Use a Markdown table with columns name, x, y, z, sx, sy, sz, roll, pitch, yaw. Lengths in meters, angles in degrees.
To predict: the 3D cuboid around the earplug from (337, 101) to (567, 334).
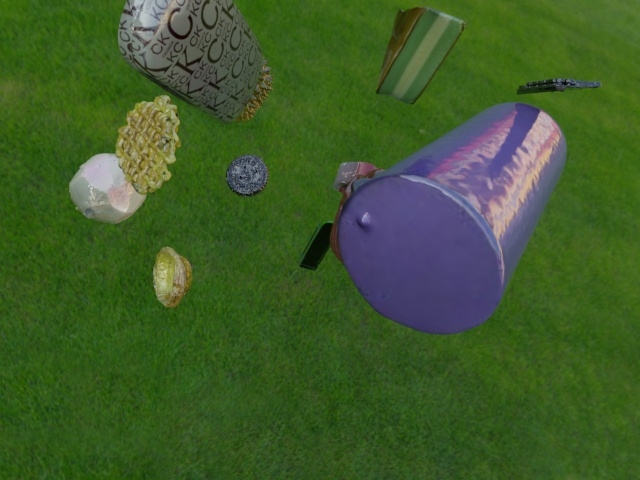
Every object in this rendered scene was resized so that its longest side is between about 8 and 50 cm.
| name | x | y | z | sx | sy | sz | roll | pitch | yaw |
| --- | --- | --- | --- | --- | --- | --- | --- | --- | --- |
| earplug | 0.232 | -0.074 | 0.753 | 0.215 | 0.215 | 0.456 | 44 | 46 | 8 |

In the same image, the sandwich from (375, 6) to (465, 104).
| name | x | y | z | sx | sy | sz | roll | pitch | yaw |
| --- | --- | --- | --- | --- | --- | --- | --- | --- | --- |
| sandwich | 0.131 | -0.243 | 0.691 | 0.074 | 0.116 | 0.074 | 9 | 18 | -22 |

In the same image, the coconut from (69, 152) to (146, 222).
| name | x | y | z | sx | sy | sz | roll | pitch | yaw |
| --- | --- | --- | --- | --- | --- | --- | --- | --- | --- |
| coconut | -0.717 | -0.168 | 1.723 | 0.227 | 0.227 | 0.230 | 30 | 47 | -4 |

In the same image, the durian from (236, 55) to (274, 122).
| name | x | y | z | sx | sy | sz | roll | pitch | yaw |
| --- | --- | --- | --- | --- | --- | --- | --- | --- | --- |
| durian | -0.138 | -0.296 | 0.983 | 0.103 | 0.208 | 0.146 | 1 | 97 | -1 |

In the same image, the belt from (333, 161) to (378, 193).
| name | x | y | z | sx | sy | sz | roll | pitch | yaw |
| --- | --- | --- | --- | --- | --- | --- | --- | --- | --- |
| belt | 0.155 | -0.272 | 2.209 | 0.128 | 0.201 | 0.124 | 42 | 59 | -44 |

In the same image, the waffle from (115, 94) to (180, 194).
| name | x | y | z | sx | sy | sz | roll | pitch | yaw |
| --- | --- | --- | --- | --- | --- | --- | --- | --- | --- |
| waffle | -0.460 | -0.250 | 1.364 | 0.060 | 0.263 | 0.280 | 14 | 68 | -49 |

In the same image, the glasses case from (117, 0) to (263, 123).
| name | x | y | z | sx | sy | sz | roll | pitch | yaw |
| --- | --- | --- | --- | --- | --- | --- | --- | --- | --- |
| glasses case | -0.153 | -0.248 | 0.689 | 0.085 | 0.355 | 0.137 | 26 | 94 | 5 |

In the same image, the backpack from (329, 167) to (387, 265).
| name | x | y | z | sx | sy | sz | roll | pitch | yaw |
| --- | --- | --- | --- | --- | --- | --- | --- | --- | --- |
| backpack | 0.119 | -0.022 | 1.021 | 0.230 | 0.139 | 0.228 | -1 | 92 | -21 |

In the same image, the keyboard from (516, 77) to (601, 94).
| name | x | y | z | sx | sy | sz | roll | pitch | yaw |
| --- | --- | --- | --- | --- | --- | --- | --- | --- | --- |
| keyboard | 0.341 | -0.225 | 0.754 | 0.061 | 0.018 | 0.195 | 1 | 15 | 5 |

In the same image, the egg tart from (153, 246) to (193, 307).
| name | x | y | z | sx | sy | sz | roll | pitch | yaw |
| --- | --- | --- | --- | --- | --- | --- | --- | --- | --- |
| egg tart | -0.502 | 0.125 | 1.758 | 0.090 | 0.213 | 0.212 | 4 | 55 | -44 |

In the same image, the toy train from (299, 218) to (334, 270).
| name | x | y | z | sx | sy | sz | roll | pitch | yaw |
| --- | --- | --- | --- | --- | --- | --- | --- | --- | --- |
| toy train | 0.000 | 0.000 | 1.201 | 0.044 | 0.209 | 0.042 | 15 | 55 | -12 |

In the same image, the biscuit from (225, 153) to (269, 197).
| name | x | y | z | sx | sy | sz | roll | pitch | yaw |
| --- | --- | --- | --- | --- | --- | --- | --- | --- | --- |
| biscuit | -0.315 | -0.278 | 2.217 | 0.195 | 0.053 | 0.194 | -1 | 84 | 5 |
